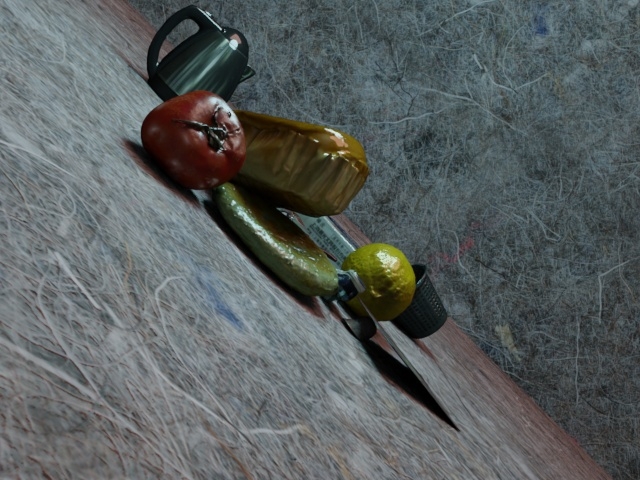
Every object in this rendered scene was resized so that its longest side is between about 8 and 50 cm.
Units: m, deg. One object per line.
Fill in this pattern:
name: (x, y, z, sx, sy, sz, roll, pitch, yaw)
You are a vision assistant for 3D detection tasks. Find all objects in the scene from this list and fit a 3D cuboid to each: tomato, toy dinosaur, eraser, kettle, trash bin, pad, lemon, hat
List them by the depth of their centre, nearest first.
tomato: (-0.228, -0.171, 1.429, 0.187, 0.151, 0.187, 21, 63, -48)
hat: (0.084, 0.170, 1.618, 0.087, 0.042, 0.058, 37, 10, -47)
pad: (0.180, 0.250, 1.649, 0.300, 0.005, 0.202, 52, 1, -33)
lemon: (0.126, 0.092, 1.802, 0.180, 0.180, 0.193, 46, 9, 18)
toy dinosaur: (-0.111, -0.086, 2.082, 0.220, 0.032, 0.108, 36, 8, 14)
eraser: (0.038, 0.013, 2.151, 0.279, 0.081, 0.124, 48, 8, 24)
kettle: (-0.319, -0.477, 2.191, 0.251, 0.271, 0.207, 46, 7, 5)
trash bin: (0.258, 0.176, 2.211, 0.161, 0.175, 0.175, 54, 4, -17)

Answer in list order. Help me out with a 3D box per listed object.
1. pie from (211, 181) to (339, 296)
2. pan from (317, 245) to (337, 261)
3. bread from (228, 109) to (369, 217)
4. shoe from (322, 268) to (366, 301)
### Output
pie: (-0.093, -0.005, 1.546, 0.323, 0.070, 0.323, 39, 8, -7)
pan: (-0.054, -0.002, 1.852, 0.212, 0.040, 0.115, 35, 8, -14)
bread: (-0.086, -0.171, 1.668, 0.388, 0.183, 0.236, 21, -13, 29)
shoe: (0.032, 0.096, 1.652, 0.143, 0.071, 0.064, 2, -56, 61)
